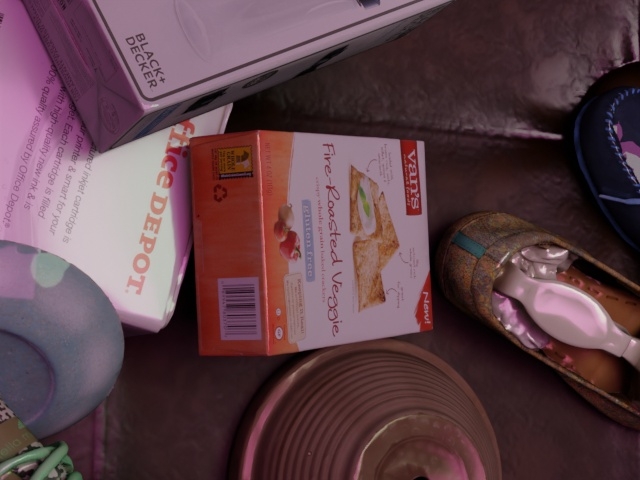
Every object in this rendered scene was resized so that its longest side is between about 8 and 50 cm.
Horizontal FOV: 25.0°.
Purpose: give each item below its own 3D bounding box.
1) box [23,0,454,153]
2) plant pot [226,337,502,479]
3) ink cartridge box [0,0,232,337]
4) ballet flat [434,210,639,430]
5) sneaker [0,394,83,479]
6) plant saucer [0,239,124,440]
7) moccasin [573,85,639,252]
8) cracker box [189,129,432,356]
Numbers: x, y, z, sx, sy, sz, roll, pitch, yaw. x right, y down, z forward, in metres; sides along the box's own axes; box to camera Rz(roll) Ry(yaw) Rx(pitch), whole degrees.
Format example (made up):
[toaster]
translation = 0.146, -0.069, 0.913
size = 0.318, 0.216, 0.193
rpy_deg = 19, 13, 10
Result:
[box]
translation = -0.057, -0.191, 1.025
size = 0.290, 0.087, 0.169
rpy_deg = -27, 87, -32
[plant pot]
translation = 0.055, 0.192, 1.128
size = 0.237, 0.110, 0.237
rpy_deg = 2, 84, -24
[ink cartridge box]
translation = -0.224, -0.061, 1.028
size = 0.273, 0.114, 0.197
rpy_deg = 20, 76, -21
[ballet flat]
translation = 0.253, 0.086, 1.221
size = 0.349, 0.123, 0.123
rpy_deg = 30, 73, -18
[sneaker]
translation = -0.190, 0.185, 0.924
size = 0.411, 0.158, 0.182
rpy_deg = 0, 86, 2
[plant saucer]
translation = -0.231, 0.085, 0.982
size = 0.195, 0.037, 0.195
rpy_deg = -4, 127, -5
[moccasin]
translation = 0.370, -0.011, 1.285
size = 0.342, 0.117, 0.137
rpy_deg = 44, 69, -14
[cracker box]
translation = 0.000, 0.000, 1.082
size = 0.232, 0.067, 0.155
rpy_deg = -4, 91, -57
